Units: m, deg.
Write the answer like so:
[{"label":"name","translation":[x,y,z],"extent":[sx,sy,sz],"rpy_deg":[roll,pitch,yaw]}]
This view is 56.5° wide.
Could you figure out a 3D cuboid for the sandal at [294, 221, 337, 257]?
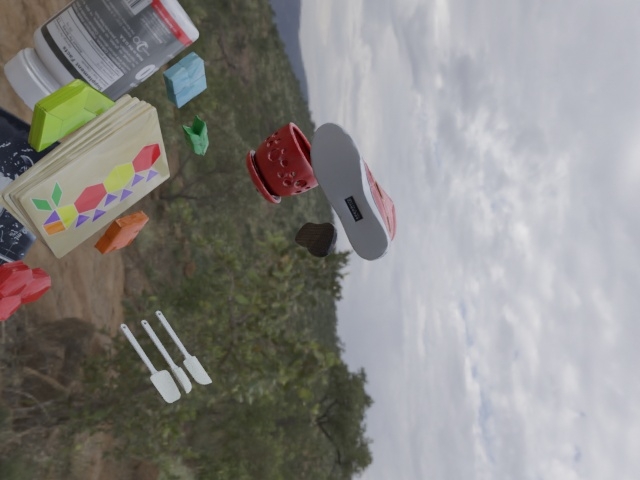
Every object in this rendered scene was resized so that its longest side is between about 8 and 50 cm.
[{"label":"sandal","translation":[0.000,0.000,1.114],"extent":[0.067,0.040,0.179],"rpy_deg":[-51,-162,-5]}]

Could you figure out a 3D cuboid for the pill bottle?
[{"label":"pill bottle","translation":[-0.358,-0.319,0.982],"extent":[0.161,0.283,0.161],"rpy_deg":[53,5,-6]}]

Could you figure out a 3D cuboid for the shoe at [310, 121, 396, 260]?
[{"label":"shoe","translation":[0.045,-0.065,0.754],"extent":[0.178,0.063,0.081],"rpy_deg":[66,20,-6]}]

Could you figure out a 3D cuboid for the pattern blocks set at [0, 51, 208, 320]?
[{"label":"pattern blocks set","translation":[-0.251,-0.065,0.657],"extent":[0.026,0.325,0.285],"rpy_deg":[41,-33,14]}]

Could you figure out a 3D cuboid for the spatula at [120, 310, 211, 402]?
[{"label":"spatula","translation":[-0.398,0.290,1.519],"extent":[0.242,0.019,0.168],"rpy_deg":[52,32,14]}]

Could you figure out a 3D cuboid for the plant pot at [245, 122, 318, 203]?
[{"label":"plant pot","translation":[-0.108,-0.213,1.690],"extent":[0.191,0.174,0.191],"rpy_deg":[60,12,-21]}]

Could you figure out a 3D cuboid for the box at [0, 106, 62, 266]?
[{"label":"box","translation":[-0.702,-0.108,1.186],"extent":[0.343,0.312,0.179],"rpy_deg":[-60,-152,-6]}]
